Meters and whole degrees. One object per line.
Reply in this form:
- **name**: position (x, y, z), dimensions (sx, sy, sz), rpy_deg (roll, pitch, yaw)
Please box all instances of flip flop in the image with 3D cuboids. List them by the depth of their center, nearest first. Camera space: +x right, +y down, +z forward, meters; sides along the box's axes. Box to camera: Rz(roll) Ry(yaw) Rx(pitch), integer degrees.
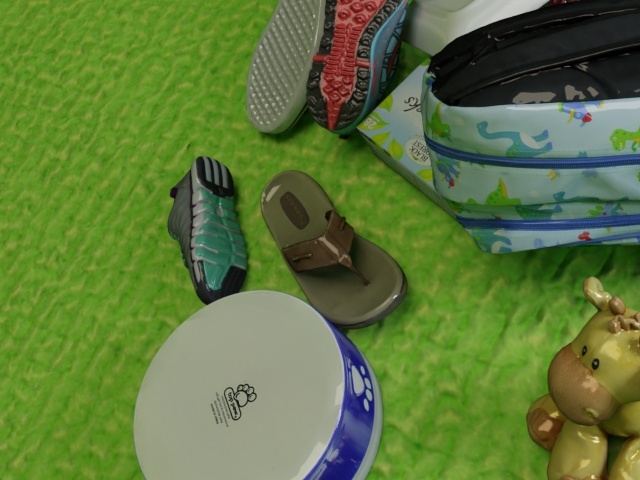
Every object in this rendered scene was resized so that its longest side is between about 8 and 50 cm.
- **flip flop**: position (0.000, 0.000, 1.160), dimensions (0.112, 0.080, 0.277), rpy_deg (-38, 52, 3)

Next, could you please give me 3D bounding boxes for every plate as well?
- **plate**: position (0.224, -0.330, 1.181), dimensions (0.277, 0.045, 0.278), rpy_deg (-36, 22, 3)

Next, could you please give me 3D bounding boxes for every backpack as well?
- **backpack**: position (0.272, -0.119, 0.919), dimensions (0.355, 0.273, 0.290), rpy_deg (4, 38, 6)

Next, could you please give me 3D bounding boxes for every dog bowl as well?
- **dog bowl**: position (-0.071, 0.192, 1.069), dimensions (0.264, 0.104, 0.265), rpy_deg (-13, 58, 21)

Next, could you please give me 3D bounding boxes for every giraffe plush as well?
- **giraffe plush**: position (0.275, 0.133, 0.881), dimensions (0.181, 0.170, 0.210), rpy_deg (28, 77, 37)

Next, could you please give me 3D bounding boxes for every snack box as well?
- **snack box**: position (0.174, -0.129, 1.152), dimensions (0.174, 0.070, 0.207), rpy_deg (-44, 51, -2)

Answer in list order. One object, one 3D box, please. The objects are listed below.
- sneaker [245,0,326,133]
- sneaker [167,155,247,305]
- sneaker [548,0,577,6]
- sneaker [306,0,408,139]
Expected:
- **sneaker**: position (0.003, -0.292, 1.316), dimensions (0.126, 0.127, 0.321), rpy_deg (25, 100, 42)
- **sneaker**: position (-0.156, 0.002, 1.260), dimensions (0.098, 0.083, 0.224), rpy_deg (-35, 46, 35)
- **sneaker**: position (0.415, -0.305, 1.118), dimensions (0.299, 0.121, 0.112), rpy_deg (-9, 29, 24)
- **sneaker**: position (0.054, -0.258, 1.242), dimensions (0.104, 0.125, 0.262), rpy_deg (20, 88, 18)
